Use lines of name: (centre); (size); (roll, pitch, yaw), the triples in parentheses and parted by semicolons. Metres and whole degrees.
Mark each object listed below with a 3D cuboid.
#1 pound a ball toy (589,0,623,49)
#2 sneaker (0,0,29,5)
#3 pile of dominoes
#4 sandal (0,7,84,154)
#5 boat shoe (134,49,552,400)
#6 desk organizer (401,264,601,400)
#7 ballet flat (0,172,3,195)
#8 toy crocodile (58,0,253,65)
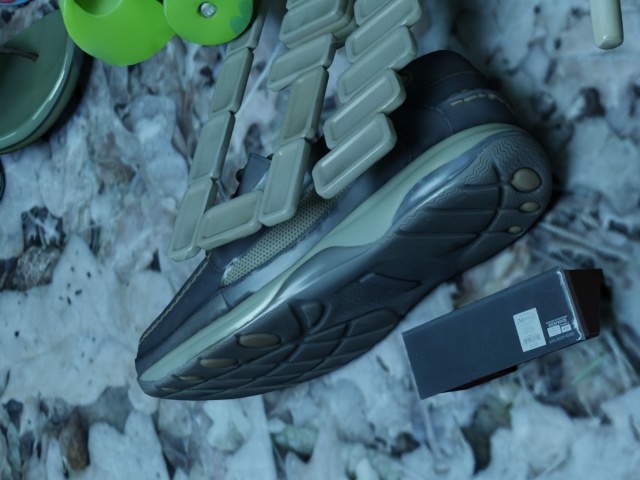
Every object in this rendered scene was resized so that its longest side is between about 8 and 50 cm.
pound a ball toy: (0.237, -0.158, 0.604); (0.208, 0.136, 0.319); (143, 117, -65)
sneaker: (-0.292, -0.289, 1.081); (0.262, 0.125, 0.104); (-5, 85, 43)
pile of dominoes: (0.002, -0.106, 0.783); (0.196, 0.040, 0.251); (-18, 49, 41)
sandal: (-0.351, -0.134, 1.111); (0.303, 0.086, 0.120); (-20, 61, 17)
boat shoe: (0.000, 0.000, 0.822); (0.355, 0.132, 0.130); (-34, 57, 28)
desk organizer: (0.120, 0.059, 0.744); (0.130, 0.050, 0.047); (-28, 71, 40)
ballet flat: (-0.425, -0.098, 1.236); (0.248, 0.086, 0.086); (26, 107, 41)
toy crocodile: (-0.050, -0.247, 0.831); (0.340, 0.105, 0.115); (-37, 41, 25)
